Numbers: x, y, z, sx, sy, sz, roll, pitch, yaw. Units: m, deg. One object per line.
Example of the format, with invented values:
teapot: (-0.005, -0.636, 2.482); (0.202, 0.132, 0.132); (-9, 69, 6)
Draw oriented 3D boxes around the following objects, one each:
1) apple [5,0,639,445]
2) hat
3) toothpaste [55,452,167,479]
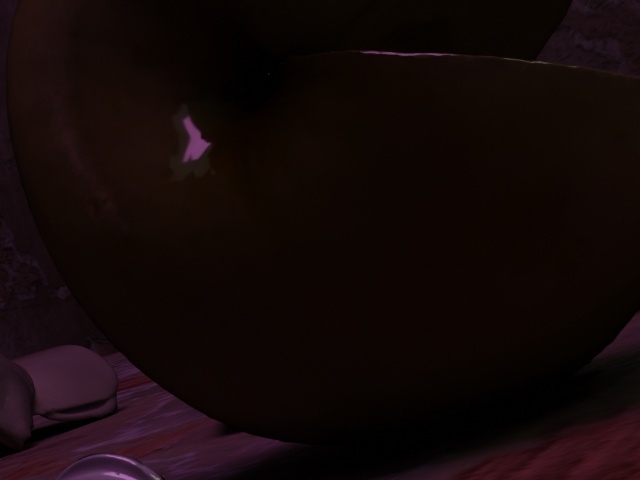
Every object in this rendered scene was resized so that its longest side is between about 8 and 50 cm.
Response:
apple: (0.022, -0.062, 0.809); (0.292, 0.292, 0.254); (-16, -11, 27)
hat: (-0.279, 0.102, 1.548); (0.219, 0.164, 0.226); (-15, 22, 33)
toothpaste: (-0.090, 0.097, 0.421); (0.071, 0.045, 0.193); (-17, 6, 30)
